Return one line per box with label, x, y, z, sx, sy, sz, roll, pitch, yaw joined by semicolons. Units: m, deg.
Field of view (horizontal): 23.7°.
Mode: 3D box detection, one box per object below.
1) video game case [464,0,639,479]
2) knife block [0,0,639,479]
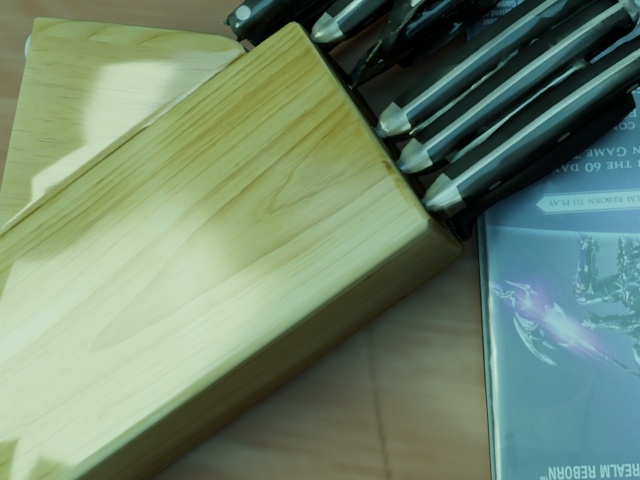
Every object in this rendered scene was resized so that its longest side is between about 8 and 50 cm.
video game case;0.161;-0.013;0.620;0.196;0.026;0.274;-3;84;6
knife block;0.000;0.000;0.587;0.242;0.088;0.275;9;84;16
